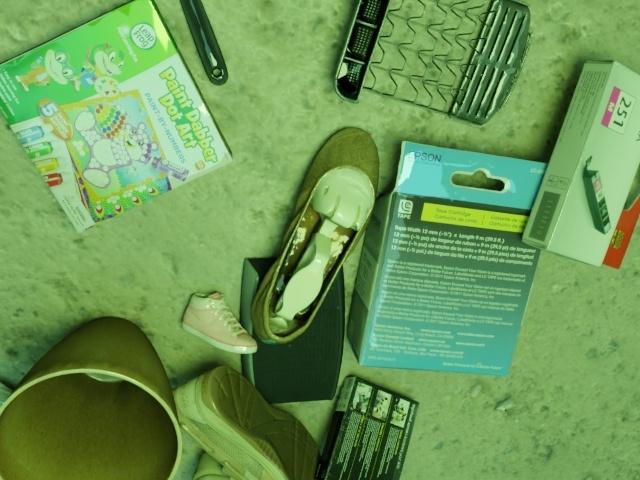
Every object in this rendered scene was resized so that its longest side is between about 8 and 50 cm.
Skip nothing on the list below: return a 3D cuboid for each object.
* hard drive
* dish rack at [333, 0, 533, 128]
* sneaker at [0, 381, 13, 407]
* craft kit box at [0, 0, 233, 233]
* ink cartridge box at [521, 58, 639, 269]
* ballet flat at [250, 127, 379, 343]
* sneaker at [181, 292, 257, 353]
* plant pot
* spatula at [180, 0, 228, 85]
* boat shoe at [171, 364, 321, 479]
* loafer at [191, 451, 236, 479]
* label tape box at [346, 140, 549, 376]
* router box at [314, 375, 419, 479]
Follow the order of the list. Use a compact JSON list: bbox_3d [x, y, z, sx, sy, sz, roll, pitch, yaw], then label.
[{"bbox_3d":[-0.043,0.150,1.142,0.172,0.054,0.254,-1,112,-8],"label":"hard drive"},{"bbox_3d":[0.165,-0.270,0.994,0.272,0.074,0.208,14,110,-14],"label":"dish rack"},{"bbox_3d":[-0.479,0.296,1.080,0.305,0.152,0.114,10,112,-11],"label":"sneaker"},{"bbox_3d":[-0.284,-0.169,0.976,0.247,0.061,0.249,-27,114,-1],"label":"craft kit box"},{"bbox_3d":[0.437,-0.095,1.051,0.239,0.060,0.275,14,97,-31],"label":"ink cartridge box"},{"bbox_3d":[0.000,0.000,1.013,0.116,0.124,0.342,28,92,-11],"label":"ballet flat"},{"bbox_3d":[-0.151,0.122,1.092,0.134,0.051,0.070,21,101,24],"label":"sneaker"},{"bbox_3d":[-0.315,0.217,1.017,0.237,0.254,0.237,-3,113,-8],"label":"plant pot"},{"bbox_3d":[-0.181,-0.345,0.930,0.084,0.030,0.296,-21,113,-3],"label":"spatula"},{"bbox_3d":[-0.108,0.327,1.140,0.110,0.121,0.341,-23,121,25],"label":"boat shoe"},{"bbox_3d":[-0.108,0.426,1.227,0.102,0.092,0.268,-38,130,21],"label":"loafer"},{"bbox_3d":[0.197,0.027,1.100,0.249,0.115,0.347,6,105,-11],"label":"label tape box"},{"bbox_3d":[0.080,0.334,1.191,0.133,0.046,0.178,25,70,-17],"label":"router box"}]
